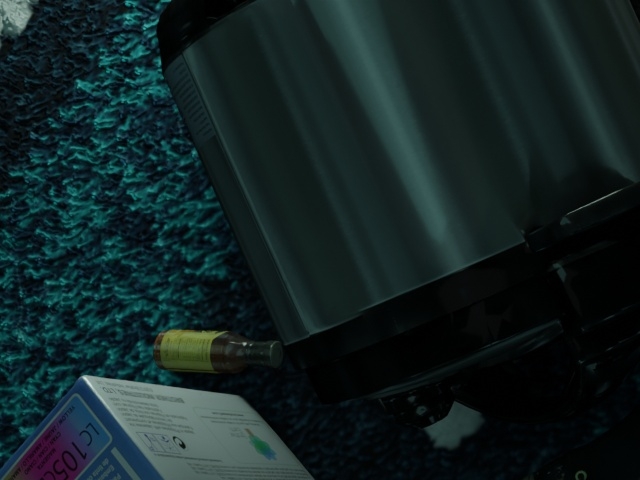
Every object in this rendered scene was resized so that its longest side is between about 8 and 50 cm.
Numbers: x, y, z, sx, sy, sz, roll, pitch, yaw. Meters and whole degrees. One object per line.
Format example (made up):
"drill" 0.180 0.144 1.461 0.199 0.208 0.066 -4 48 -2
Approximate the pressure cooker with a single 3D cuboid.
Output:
"pressure cooker" 0.102 -0.052 1.370 0.375 0.370 0.420 -25 88 24

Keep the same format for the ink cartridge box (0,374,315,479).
"ink cartridge box" -0.060 0.305 1.458 0.395 0.270 0.151 45 104 27

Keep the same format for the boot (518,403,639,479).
"boot" 0.284 0.240 1.394 0.178 0.085 0.236 -42 64 13

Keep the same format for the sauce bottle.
"sauce bottle" -0.096 0.106 1.647 0.128 0.042 0.042 1 81 26
